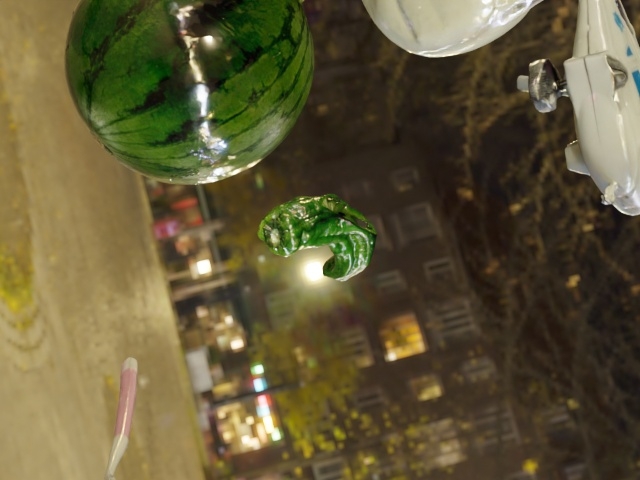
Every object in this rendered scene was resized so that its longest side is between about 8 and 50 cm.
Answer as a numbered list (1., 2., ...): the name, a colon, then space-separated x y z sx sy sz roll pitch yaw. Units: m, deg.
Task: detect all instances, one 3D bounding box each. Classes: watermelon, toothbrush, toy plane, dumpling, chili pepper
1. watermelon: -0.123 -0.174 1.327 0.242 0.242 0.242 166 -90 -85
2. toothbrush: -0.185 0.179 1.303 0.025 0.020 0.286 33 15 -15
3. toy plane: 0.209 -0.155 0.992 0.107 0.182 0.273 -27 123 -50
4. dumpling: 0.177 -0.427 2.063 0.395 0.233 0.315 3 -38 52
5. chili pepper: 0.005 -0.004 1.264 0.050 0.073 0.182 41 4 28
